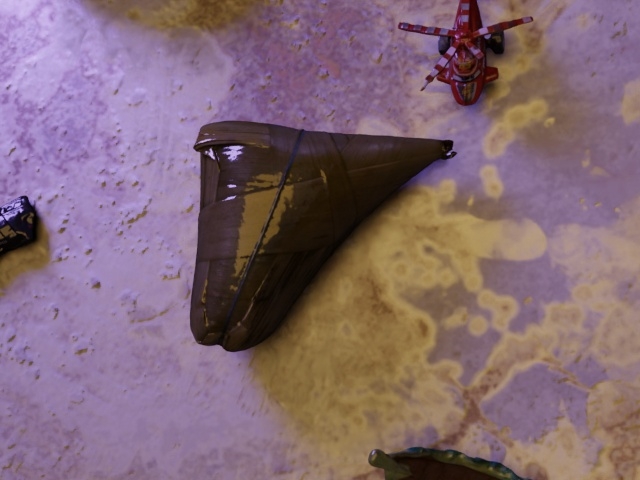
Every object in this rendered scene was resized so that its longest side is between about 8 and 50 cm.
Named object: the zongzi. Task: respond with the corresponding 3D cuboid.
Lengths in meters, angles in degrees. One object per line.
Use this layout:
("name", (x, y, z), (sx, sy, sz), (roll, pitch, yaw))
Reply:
("zongzi", (0.000, 0.000, 1.240), (0.256, 0.115, 0.228), (3, 86, 3))

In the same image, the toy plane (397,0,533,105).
("toy plane", (0.138, -0.228, 1.256), (0.126, 0.077, 0.194), (-19, 70, 6))

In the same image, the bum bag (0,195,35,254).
("bum bag", (-0.358, 0.000, 1.350), (0.124, 0.034, 0.058), (-31, 62, 6))

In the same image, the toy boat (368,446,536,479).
("toy boat", (0.176, 0.264, 1.157), (0.293, 0.099, 0.108), (28, 87, 8))
